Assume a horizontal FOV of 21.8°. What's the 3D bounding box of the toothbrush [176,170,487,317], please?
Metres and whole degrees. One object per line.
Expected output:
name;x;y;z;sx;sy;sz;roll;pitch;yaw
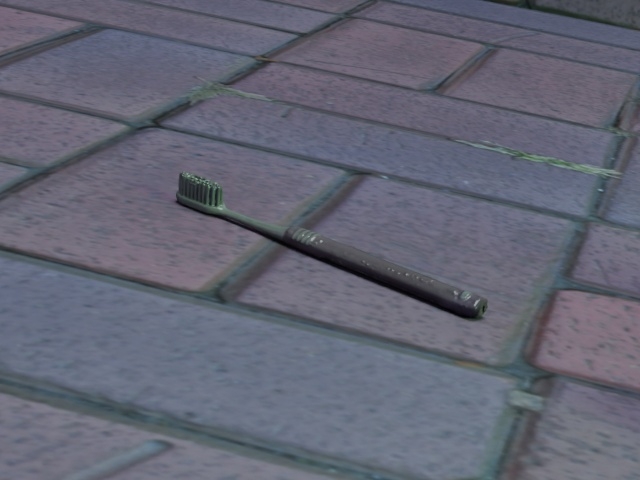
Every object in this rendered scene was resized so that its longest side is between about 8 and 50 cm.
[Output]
toothbrush;0.000;0.000;1.492;0.354;0.029;0.024;22;34;34
